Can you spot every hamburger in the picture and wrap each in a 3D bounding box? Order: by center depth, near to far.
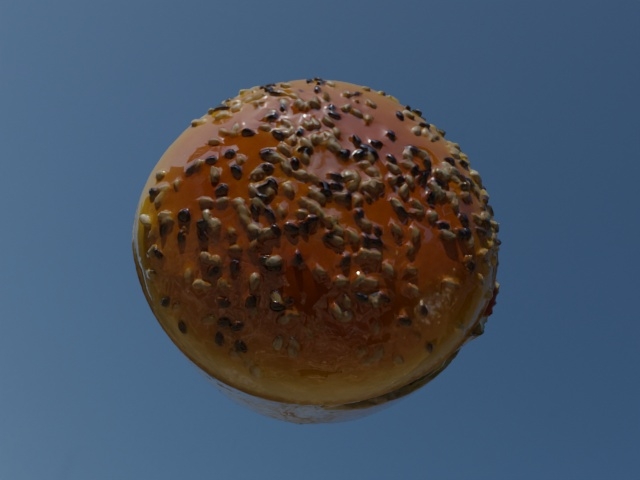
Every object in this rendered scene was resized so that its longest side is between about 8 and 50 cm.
[{"bbox_3d":[0.000,0.000,0.721,0.300,0.300,0.176,38,-28,13],"label":"hamburger"}]
